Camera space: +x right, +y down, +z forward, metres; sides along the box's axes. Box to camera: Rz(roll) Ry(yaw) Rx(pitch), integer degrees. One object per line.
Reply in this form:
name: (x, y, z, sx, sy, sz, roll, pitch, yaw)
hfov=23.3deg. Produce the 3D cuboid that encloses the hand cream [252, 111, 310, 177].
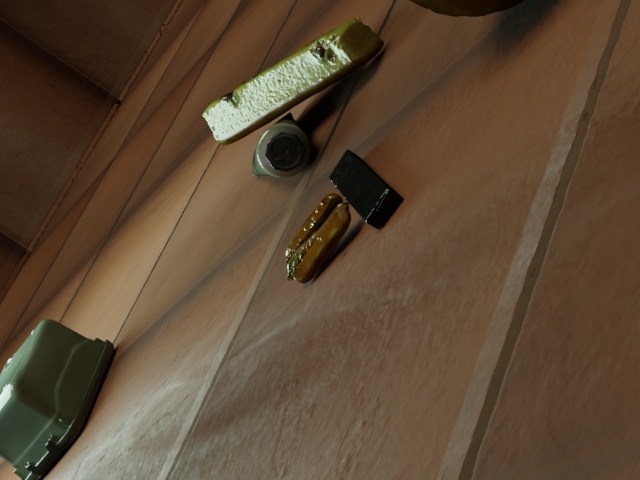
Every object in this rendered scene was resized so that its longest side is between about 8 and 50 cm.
hand cream: (-0.041, -0.092, 1.531, 0.080, 0.050, 0.234, -59, 7, 1)

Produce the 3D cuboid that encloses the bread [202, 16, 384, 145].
bread: (-0.022, -0.162, 1.534, 0.226, 0.049, 0.088, -25, 8, 46)

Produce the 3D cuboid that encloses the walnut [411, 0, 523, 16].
walnut: (0.111, -0.254, 1.113, 0.167, 0.167, 0.207, -42, 20, 46)

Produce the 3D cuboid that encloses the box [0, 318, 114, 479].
box: (-0.312, 0.172, 1.734, 0.124, 0.093, 0.172, -48, 15, 30)

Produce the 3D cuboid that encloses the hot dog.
hot dog: (0.000, 0.000, 1.180, 0.083, 0.021, 0.037, -52, 51, 37)

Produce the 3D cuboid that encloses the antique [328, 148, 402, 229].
antique: (0.032, -0.041, 1.192, 0.031, 0.015, 0.192, -55, 13, 5)
